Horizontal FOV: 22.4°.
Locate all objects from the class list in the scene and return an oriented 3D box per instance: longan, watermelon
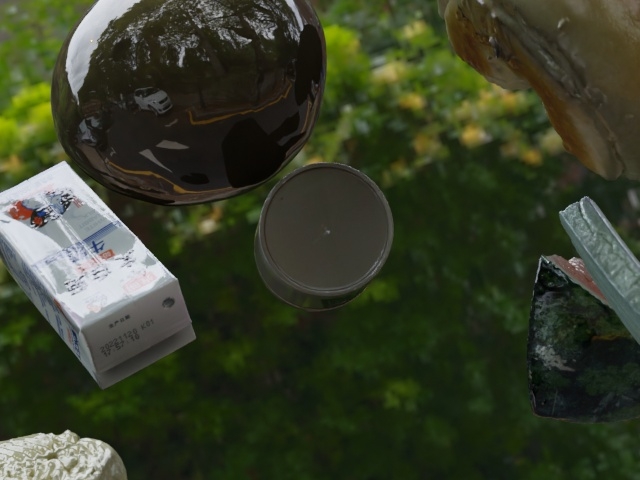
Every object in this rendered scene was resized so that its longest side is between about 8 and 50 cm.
[{"bbox_3d":[-0.107,-0.141,1.410,0.246,0.215,0.246,4,29,-2],"label":"longan"},{"bbox_3d":[0.312,0.082,1.704,0.207,0.202,0.136,7,-31,-7],"label":"watermelon"}]

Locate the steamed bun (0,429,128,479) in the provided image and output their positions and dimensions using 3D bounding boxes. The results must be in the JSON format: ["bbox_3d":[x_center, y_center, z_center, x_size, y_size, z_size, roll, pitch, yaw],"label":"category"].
[{"bbox_3d":[-0.377,0.374,2.053,0.289,0.203,0.276,-11,13,14],"label":"steamed bun"}]

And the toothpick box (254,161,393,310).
[{"bbox_3d":[0.000,0.000,1.340,0.111,0.111,0.180,-18,-5,-5],"label":"toothpick box"}]

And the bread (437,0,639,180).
[{"bbox_3d":[0.224,-0.213,1.500,0.171,0.314,0.192,-41,-42,-4],"label":"bread"}]

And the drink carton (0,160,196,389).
[{"bbox_3d":[-0.281,0.035,1.910,0.130,0.106,0.315,-29,41,-17],"label":"drink carton"}]

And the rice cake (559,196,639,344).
[{"bbox_3d":[0.303,0.069,1.470,0.043,0.237,0.127,-35,-40,2],"label":"rice cake"}]
